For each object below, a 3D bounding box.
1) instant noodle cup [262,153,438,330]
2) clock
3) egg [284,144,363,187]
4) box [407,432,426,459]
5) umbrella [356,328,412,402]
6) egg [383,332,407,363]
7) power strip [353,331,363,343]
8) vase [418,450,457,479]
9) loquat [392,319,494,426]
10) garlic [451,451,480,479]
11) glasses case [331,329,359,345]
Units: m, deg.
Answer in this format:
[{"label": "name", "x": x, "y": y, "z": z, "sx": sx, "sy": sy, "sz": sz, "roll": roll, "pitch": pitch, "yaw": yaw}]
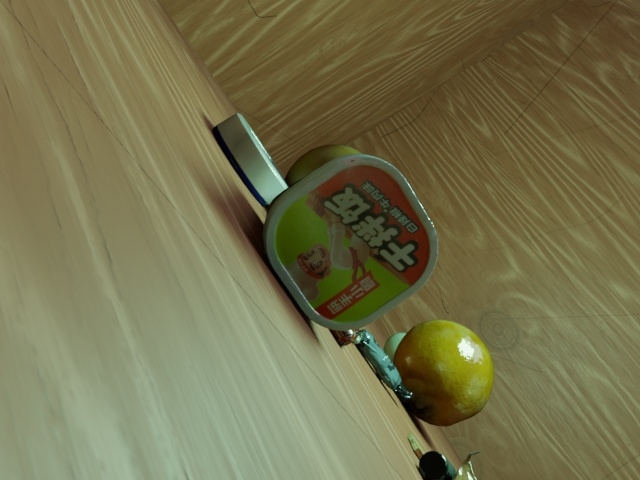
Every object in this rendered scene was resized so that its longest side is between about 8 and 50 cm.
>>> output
[{"label": "instant noodle cup", "x": 0.027, "y": -0.016, "z": 1.054, "sx": 0.293, "sy": 0.294, "sz": 0.308, "roll": 57, "pitch": -4, "yaw": -13}, {"label": "clock", "x": -0.166, "y": -0.196, "z": 1.374, "sx": 0.230, "sy": 0.083, "sz": 0.230, "roll": 57, "pitch": 5, "yaw": -7}, {"label": "egg", "x": 0.030, "y": -0.099, "z": 1.527, "sx": 0.282, "sy": 0.283, "sz": 0.351, "roll": 58, "pitch": -24, "yaw": 21}, {"label": "box", "x": 0.231, "y": 0.486, "z": 1.274, "sx": 0.093, "sy": 0.015, "sz": 0.058, "roll": 56, "pitch": 1, "yaw": -15}, {"label": "umbrella", "x": 0.163, "y": 0.334, "z": 1.485, "sx": 0.053, "sy": 0.052, "sz": 0.250, "roll": -4, "pitch": -54, "yaw": 53}, {"label": "egg", "x": 0.310, "y": 0.420, "z": 2.096, "sx": 0.149, "sy": 0.149, "sz": 0.192, "roll": 57, "pitch": 3, "yaw": -20}, {"label": "power strip", "x": 0.076, "y": 0.220, "z": 1.388, "sx": 0.083, "sy": 0.035, "sz": 0.055, "roll": 53, "pitch": 4, "yaw": -29}, {"label": "vase", "x": 0.260, "y": 0.499, "z": 1.192, "sx": 0.059, "sy": 0.060, "sz": 0.211, "roll": 60, "pitch": 3, "yaw": 41}, {"label": "loquat", "x": 0.381, "y": 0.411, "z": 1.773, "sx": 0.328, "sy": 0.329, "sz": 0.328, "roll": 57, "pitch": 2, "yaw": -4}, {"label": "garlic", "x": 0.301, "y": 0.532, "z": 1.077, "sx": 0.115, "sy": 0.128, "sz": 0.206, "roll": -2, "pitch": 40, "yaw": -38}, {"label": "glasses case", "x": 0.054, "y": 0.183, "z": 1.230, "sx": 0.073, "sy": 0.049, "sz": 0.194, "roll": 57, "pitch": 2, "yaw": 6}]
